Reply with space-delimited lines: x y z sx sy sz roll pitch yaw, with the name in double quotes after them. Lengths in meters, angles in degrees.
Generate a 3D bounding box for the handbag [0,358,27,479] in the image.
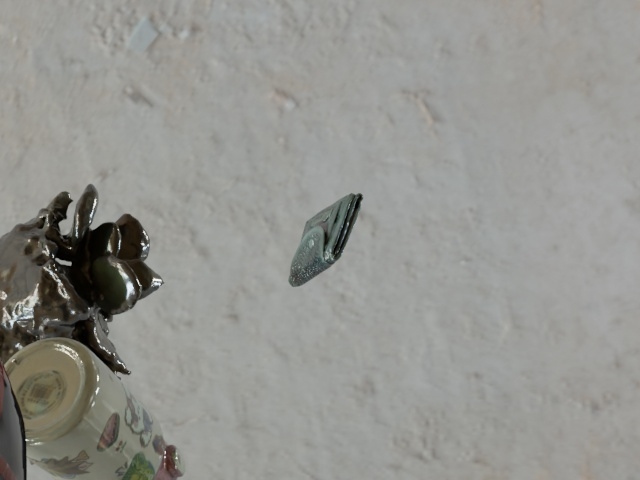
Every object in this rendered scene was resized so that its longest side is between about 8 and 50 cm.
-0.302 0.155 1.011 0.155 0.169 0.215 -6 44 -5 "handbag"

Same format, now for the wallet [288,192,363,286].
0.000 0.000 1.459 0.026 0.129 0.088 26 67 -15 "wallet"

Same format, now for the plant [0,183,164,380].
-0.317 0.085 1.611 0.276 0.199 0.188 -37 133 5 "plant"

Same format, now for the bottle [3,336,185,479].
-0.226 0.203 1.378 0.120 0.120 0.253 -62 148 -19 "bottle"
